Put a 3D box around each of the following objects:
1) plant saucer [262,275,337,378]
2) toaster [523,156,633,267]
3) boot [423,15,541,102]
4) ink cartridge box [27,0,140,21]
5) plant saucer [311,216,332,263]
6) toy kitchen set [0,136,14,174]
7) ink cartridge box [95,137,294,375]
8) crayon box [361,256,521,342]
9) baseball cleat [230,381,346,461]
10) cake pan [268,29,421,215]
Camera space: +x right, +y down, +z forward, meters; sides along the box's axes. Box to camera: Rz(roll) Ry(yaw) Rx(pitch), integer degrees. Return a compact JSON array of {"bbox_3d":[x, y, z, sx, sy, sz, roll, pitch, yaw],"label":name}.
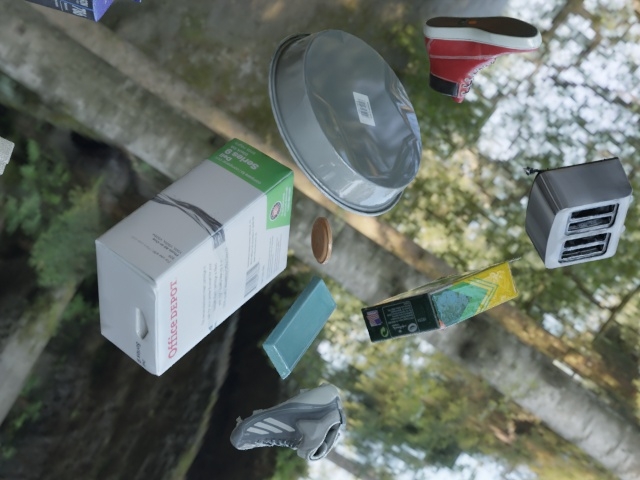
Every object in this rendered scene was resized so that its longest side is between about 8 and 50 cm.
[{"bbox_3d":[-0.027,0.131,1.685,0.018,0.067,0.192,-16,-157,36],"label":"plant saucer"},{"bbox_3d":[0.455,-0.052,1.940,0.168,0.185,0.110,90,-13,-47],"label":"toaster"},{"bbox_3d":[0.334,-0.363,2.220,0.244,0.176,0.088,8,-144,25],"label":"boot"},{"bbox_3d":[-0.478,-0.454,1.878,0.165,0.332,0.065,154,-51,-80],"label":"ink cartridge box"},{"bbox_3d":[0.000,0.000,1.919,0.083,0.013,0.084,179,-90,-70],"label":"plant saucer"},{"bbox_3d":[-0.642,-0.081,1.916,0.166,0.122,0.207,-31,-138,60],"label":"toy kitchen set"},{"bbox_3d":[-0.176,0.020,1.548,0.289,0.121,0.211,-41,153,-36],"label":"ink cartridge box"},{"bbox_3d":[0.267,0.122,2.267,0.318,0.081,0.202,-18,180,-42],"label":"crayon box"},{"bbox_3d":[-0.052,0.293,1.634,0.206,0.072,0.109,-34,-122,29],"label":"baseball cleat"},{"bbox_3d":[0.046,-0.180,1.570,0.054,0.293,0.293,-26,-148,37],"label":"cake pan"}]
